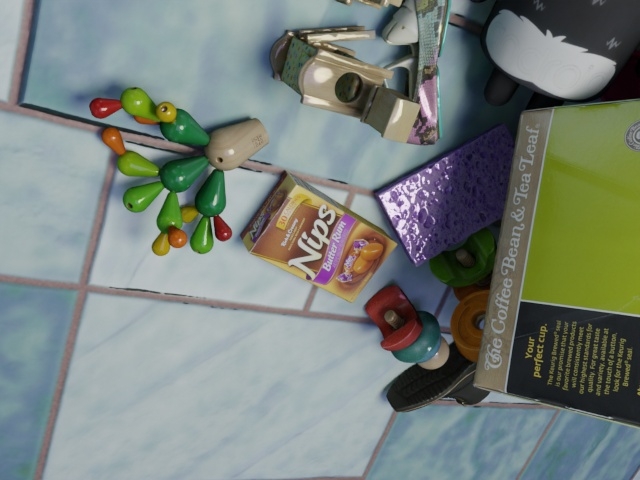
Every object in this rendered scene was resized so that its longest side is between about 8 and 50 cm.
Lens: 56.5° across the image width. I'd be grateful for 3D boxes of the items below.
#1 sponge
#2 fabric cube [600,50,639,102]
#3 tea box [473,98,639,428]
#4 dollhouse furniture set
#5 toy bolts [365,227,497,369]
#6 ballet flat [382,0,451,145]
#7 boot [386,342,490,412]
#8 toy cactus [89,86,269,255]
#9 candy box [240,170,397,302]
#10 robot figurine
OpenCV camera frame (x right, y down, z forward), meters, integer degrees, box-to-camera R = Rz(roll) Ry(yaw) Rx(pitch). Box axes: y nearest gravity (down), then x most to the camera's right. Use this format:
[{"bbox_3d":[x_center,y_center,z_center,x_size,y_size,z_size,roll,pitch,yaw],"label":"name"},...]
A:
[{"bbox_3d":[0.193,-0.065,0.834,0.210,0.031,0.117,-30,100,-5],"label":"sponge"},{"bbox_3d":[0.548,-0.249,0.775,0.254,0.258,0.259,37,99,-33],"label":"fabric cube"},{"bbox_3d":[0.378,0.038,0.639,0.220,0.323,0.329,22,79,-47],"label":"tea box"},{"bbox_3d":[0.034,-0.214,0.615,0.101,0.182,0.161,8,114,-27],"label":"dollhouse furniture set"},{"bbox_3d":[0.207,0.129,0.883,0.228,0.218,0.158,-34,131,18],"label":"toy bolts"},{"bbox_3d":[0.114,-0.220,0.722,0.079,0.077,0.222,-2,120,0],"label":"ballet flat"},{"bbox_3d":[0.218,0.265,1.030,0.197,0.077,0.137,-27,129,-7],"label":"boot"},{"bbox_3d":[-0.140,-0.086,0.671,0.180,0.112,0.219,-32,117,-16],"label":"toy cactus"},{"bbox_3d":[0.000,0.000,0.799,0.186,0.053,0.109,28,104,-31],"label":"candy box"},{"bbox_3d":[0.295,-0.274,0.683,0.209,0.174,0.278,3,134,-19],"label":"robot figurine"}]
